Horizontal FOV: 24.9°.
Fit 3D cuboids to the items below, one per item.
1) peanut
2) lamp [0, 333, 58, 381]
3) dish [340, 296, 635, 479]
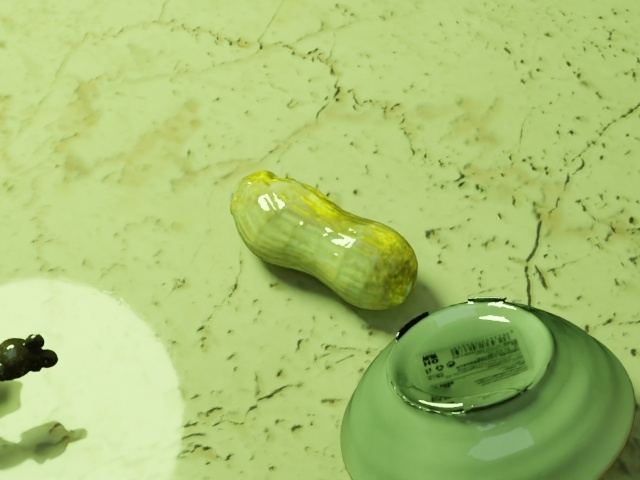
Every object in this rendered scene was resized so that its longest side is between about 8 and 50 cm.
[{"bbox_3d":[0.000,0.000,1.394,0.206,0.087,0.087,29,62,20],"label":"peanut"},{"bbox_3d":[-0.368,0.123,1.312,0.253,0.118,0.118,-26,57,-6],"label":"lamp"},{"bbox_3d":[0.134,0.123,1.248,0.260,0.085,0.260,-11,36,8],"label":"dish"}]
